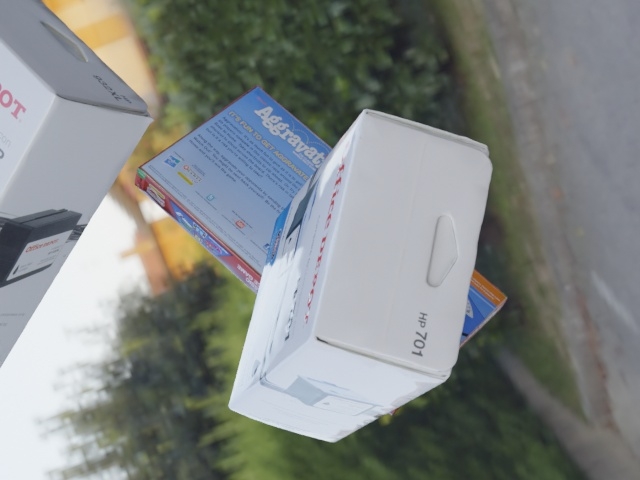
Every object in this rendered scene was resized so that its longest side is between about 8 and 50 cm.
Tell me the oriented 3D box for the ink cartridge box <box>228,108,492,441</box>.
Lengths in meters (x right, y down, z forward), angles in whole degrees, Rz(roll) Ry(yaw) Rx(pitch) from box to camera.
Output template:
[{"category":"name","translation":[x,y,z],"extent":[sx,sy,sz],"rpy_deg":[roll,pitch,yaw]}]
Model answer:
[{"category":"ink cartridge box","translation":[0.019,0.028,0.786],"extent":[0.191,0.082,0.140],"rpy_deg":[130,155,-66]}]

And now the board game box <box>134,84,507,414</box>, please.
[{"category":"board game box","translation":[0.000,0.000,1.080],"extent":[0.281,0.145,0.027],"rpy_deg":[41,146,15]}]

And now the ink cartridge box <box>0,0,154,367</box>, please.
[{"category":"ink cartridge box","translation":[-0.327,-0.059,1.214],"extent":[0.223,0.307,0.129],"rpy_deg":[43,-161,27]}]
